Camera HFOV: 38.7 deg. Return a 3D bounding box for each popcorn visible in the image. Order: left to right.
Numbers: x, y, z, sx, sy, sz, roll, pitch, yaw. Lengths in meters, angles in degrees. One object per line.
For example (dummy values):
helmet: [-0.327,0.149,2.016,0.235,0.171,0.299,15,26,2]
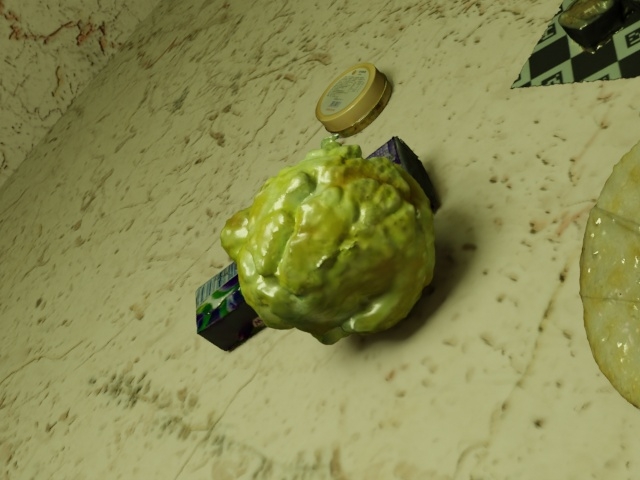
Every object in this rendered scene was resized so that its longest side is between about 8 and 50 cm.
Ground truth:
popcorn: [0.000,0.000,0.862,0.212,0.198,0.198,5,58,49]

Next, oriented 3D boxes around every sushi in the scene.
sushi: [0.312,-0.263,0.925,0.219,0.047,0.231,7,59,55]

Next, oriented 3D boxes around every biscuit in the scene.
biscuit: [0.245,0.014,0.609,0.220,0.033,0.220,-169,90,-68]

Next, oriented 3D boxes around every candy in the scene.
candy: [-0.014,0.010,1.008,0.312,0.061,0.088,-36,32,20]

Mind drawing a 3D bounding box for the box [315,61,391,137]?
box: [0.042,-0.184,1.192,0.105,0.037,0.105,-32,33,25]
